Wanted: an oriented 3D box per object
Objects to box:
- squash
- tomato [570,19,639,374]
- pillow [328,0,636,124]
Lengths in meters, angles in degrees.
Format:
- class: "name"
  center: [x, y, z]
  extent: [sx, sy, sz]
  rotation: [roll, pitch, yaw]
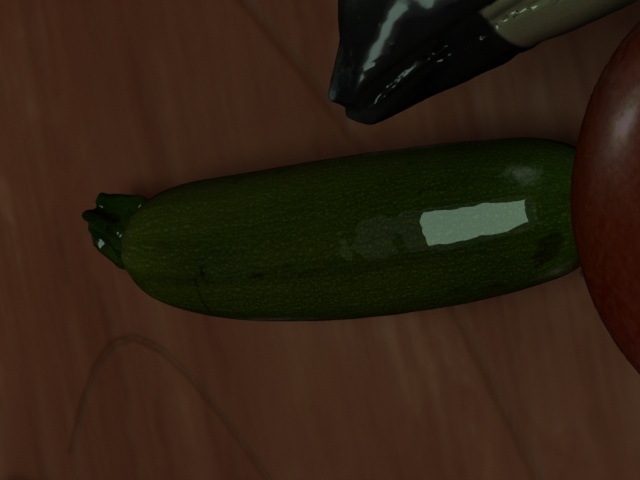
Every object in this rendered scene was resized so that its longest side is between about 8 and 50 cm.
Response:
- class: "squash"
  center: [0.000, 0.000, 0.599]
  extent: [0.252, 0.066, 0.066]
  rotation: [-6, 97, 33]
- class: "tomato"
  center: [0.166, -0.010, 0.443]
  extent: [0.167, 0.167, 0.167]
  rotation: [7, 103, 29]
- class: "pillow"
  center: [0.105, -0.154, 0.460]
  extent: [0.250, 0.106, 0.186]
  rotation: [-26, 41, 31]
